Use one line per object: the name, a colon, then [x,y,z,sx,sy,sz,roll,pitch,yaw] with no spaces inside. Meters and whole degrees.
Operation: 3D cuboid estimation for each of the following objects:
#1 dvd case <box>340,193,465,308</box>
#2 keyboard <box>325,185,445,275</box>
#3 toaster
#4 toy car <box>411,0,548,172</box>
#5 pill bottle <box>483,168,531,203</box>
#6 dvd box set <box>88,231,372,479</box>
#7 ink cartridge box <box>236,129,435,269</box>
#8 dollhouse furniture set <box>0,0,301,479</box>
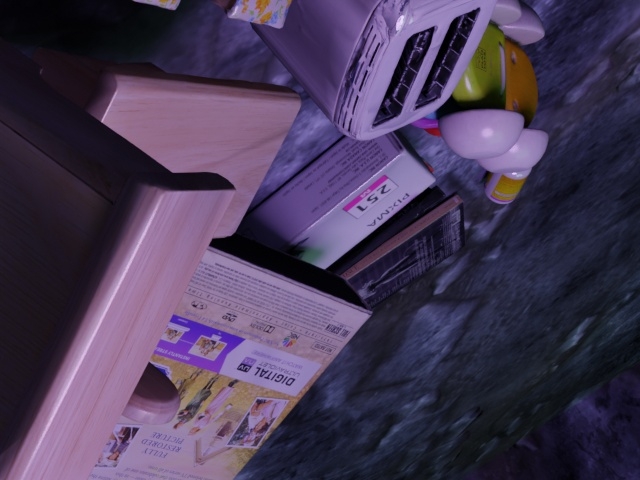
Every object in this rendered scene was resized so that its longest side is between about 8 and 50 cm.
dvd case: [0.083,0.036,1.827,0.221,0.018,0.164,-34,161,-6]
keyboard: [0.057,-0.001,1.605,0.180,0.023,0.108,-37,178,27]
toaster: [0.035,-0.177,1.091,0.129,0.146,0.227,-23,157,-28]
toy car: [0.129,-0.146,1.356,0.136,0.159,0.182,-3,172,24]
pill bottle: [0.223,-0.082,1.750,0.043,0.043,0.083,-26,158,-25]
dvd box set: [-0.179,0.170,1.383,0.307,0.062,0.420,23,111,-48]
ink cartridge box: [0.000,0.000,1.559,0.275,0.060,0.239,-39,158,8]
dollhouse furniture set: [-0.109,-0.027,0.860,0.394,0.256,0.362,-4,127,-62]
